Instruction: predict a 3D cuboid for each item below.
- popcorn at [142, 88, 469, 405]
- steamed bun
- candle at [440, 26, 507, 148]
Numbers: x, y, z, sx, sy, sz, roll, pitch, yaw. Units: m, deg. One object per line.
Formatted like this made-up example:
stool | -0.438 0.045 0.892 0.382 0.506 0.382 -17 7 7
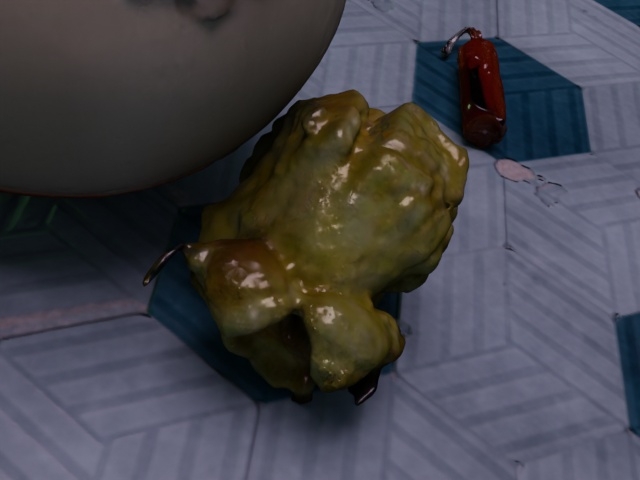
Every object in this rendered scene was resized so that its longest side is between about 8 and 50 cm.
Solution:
popcorn | -0.007 -0.002 0.636 0.168 0.173 0.195 8 59 45
steamed bun | -0.165 -0.161 0.660 0.374 0.241 0.374 3 31 -2
candle | 0.139 -0.143 0.909 0.053 0.048 0.162 40 34 -29
